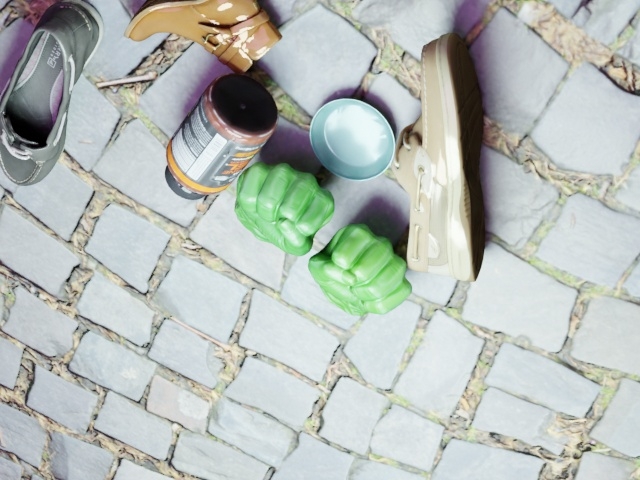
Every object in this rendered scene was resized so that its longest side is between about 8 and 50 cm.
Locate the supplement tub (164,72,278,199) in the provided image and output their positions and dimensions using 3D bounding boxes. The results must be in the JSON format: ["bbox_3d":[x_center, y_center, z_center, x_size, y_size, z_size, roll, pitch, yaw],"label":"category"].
[{"bbox_3d":[-0.142,-0.131,1.565,0.106,0.106,0.198,41,140,-4],"label":"supplement tub"}]

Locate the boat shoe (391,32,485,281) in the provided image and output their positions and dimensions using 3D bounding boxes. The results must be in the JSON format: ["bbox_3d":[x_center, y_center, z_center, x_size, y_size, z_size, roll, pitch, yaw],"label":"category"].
[{"bbox_3d":[0.141,-0.096,1.465,0.110,0.121,0.341,5,122,20],"label":"boat shoe"}]

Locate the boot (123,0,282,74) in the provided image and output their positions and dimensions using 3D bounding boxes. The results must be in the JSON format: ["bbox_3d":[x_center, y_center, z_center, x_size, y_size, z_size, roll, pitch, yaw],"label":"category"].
[{"bbox_3d":[-0.156,-0.272,1.521,0.152,0.073,0.197,45,137,-19],"label":"boot"}]

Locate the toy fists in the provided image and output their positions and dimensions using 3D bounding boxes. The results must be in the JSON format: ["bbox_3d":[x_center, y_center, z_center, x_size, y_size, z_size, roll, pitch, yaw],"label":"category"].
[{"bbox_3d":[0.000,0.000,1.567,0.279,0.096,0.142,42,153,-3],"label":"toy fists"}]

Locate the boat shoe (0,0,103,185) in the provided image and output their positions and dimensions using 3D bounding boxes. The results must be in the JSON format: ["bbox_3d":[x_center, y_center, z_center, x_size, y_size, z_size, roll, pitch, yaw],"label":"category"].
[{"bbox_3d":[-0.409,-0.196,1.654,0.112,0.095,0.335,33,126,2],"label":"boat shoe"}]

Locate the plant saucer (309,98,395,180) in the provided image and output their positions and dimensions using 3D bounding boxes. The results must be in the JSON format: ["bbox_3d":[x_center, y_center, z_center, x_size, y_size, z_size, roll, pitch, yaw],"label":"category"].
[{"bbox_3d":[0.045,-0.136,1.543,0.119,0.021,0.119,10,122,17],"label":"plant saucer"}]
